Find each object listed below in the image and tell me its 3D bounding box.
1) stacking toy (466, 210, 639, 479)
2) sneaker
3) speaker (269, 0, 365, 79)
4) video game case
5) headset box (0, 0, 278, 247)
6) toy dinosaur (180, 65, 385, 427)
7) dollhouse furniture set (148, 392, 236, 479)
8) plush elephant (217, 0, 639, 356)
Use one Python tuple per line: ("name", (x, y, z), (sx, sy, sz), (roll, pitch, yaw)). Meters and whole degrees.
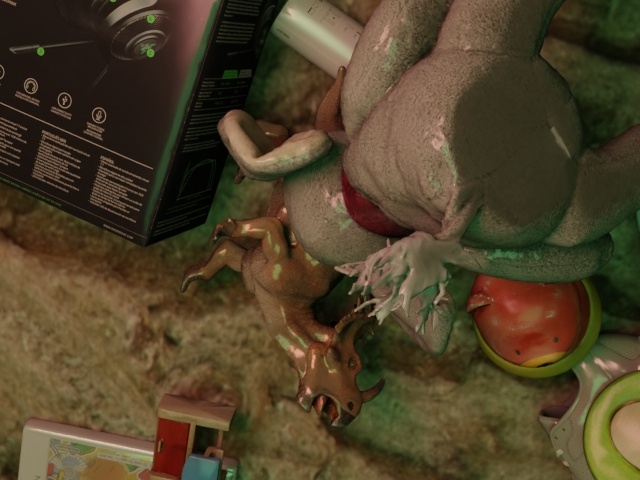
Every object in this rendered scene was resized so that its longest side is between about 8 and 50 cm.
("stacking toy", (0.297, 0.073, 0.854), (0.309, 0.130, 0.279), (-32, 69, 10))
("sneaker", (0.269, 0.209, 0.980), (0.121, 0.099, 0.262), (4, 97, 12))
("speaker", (0.024, -0.171, 0.910), (0.136, 0.055, 0.055), (34, 105, -5))
("video game case", (-0.212, 0.305, 1.072), (0.227, 0.026, 0.206), (11, 106, 2))
("headset box", (-0.187, -0.176, 0.864), (0.246, 0.131, 0.283), (23, 106, 12))
("toy dinosaur", (0.000, 0.000, 0.931), (0.200, 0.127, 0.295), (22, 89, -12))
("dollhouse furniture set", (-0.167, 0.257, 0.974), (0.129, 0.129, 0.183), (10, 107, 3))
("plush elephant", (0.079, -0.058, 0.780), (0.330, 0.255, 0.272), (-45, 111, -24))
